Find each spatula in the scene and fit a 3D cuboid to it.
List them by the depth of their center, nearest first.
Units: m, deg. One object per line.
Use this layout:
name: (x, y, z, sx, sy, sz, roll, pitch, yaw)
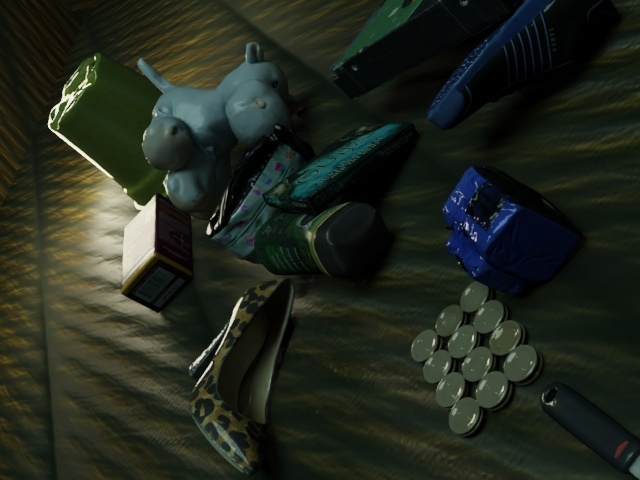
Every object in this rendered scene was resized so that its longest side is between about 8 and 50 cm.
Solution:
spatula: (0.246, 0.172, 0.609, 0.084, 0.030, 0.296, -54, 29, 3)

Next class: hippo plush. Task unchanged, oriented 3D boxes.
hippo plush: (-0.146, -0.183, 1.422, 0.236, 0.234, 0.294, -22, 41, 7)

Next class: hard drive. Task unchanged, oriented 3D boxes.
hard drive: (0.165, -0.317, 1.088, 0.237, 0.064, 0.339, -54, 18, -25)

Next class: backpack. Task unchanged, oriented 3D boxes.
backpack: (0.171, -0.015, 0.837, 0.101, 0.098, 0.120, -52, 30, 15)
backpack: (-0.084, -0.059, 1.235, 0.182, 0.115, 0.152, -63, 10, -23)

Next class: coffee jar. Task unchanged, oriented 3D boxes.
coffee jar: (0.000, 0.000, 1.083, 0.096, 0.079, 0.184, -39, 20, -27)

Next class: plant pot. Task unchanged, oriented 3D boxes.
plant pot: (-0.396, -0.238, 1.737, 0.276, 0.253, 0.276, -37, 34, 31)

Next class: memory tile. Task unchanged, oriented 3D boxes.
memory tile: (0.149, 0.111, 0.832, 0.113, 0.012, 0.148, -48, 30, 15)

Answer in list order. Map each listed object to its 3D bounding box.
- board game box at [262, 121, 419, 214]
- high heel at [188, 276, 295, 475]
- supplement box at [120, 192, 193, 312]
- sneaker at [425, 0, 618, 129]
board game box: (0.025, -0.098, 1.126, 0.186, 0.026, 0.126, -37, 23, -23)
high heel: (-0.074, 0.154, 1.048, 0.186, 0.093, 0.261, -49, 29, 6)
supplement box: (-0.285, 0.019, 1.495, 0.104, 0.080, 0.188, -44, 32, 22)
sneaker: (0.220, -0.197, 0.937, 0.232, 0.090, 0.081, -47, 7, 12)
